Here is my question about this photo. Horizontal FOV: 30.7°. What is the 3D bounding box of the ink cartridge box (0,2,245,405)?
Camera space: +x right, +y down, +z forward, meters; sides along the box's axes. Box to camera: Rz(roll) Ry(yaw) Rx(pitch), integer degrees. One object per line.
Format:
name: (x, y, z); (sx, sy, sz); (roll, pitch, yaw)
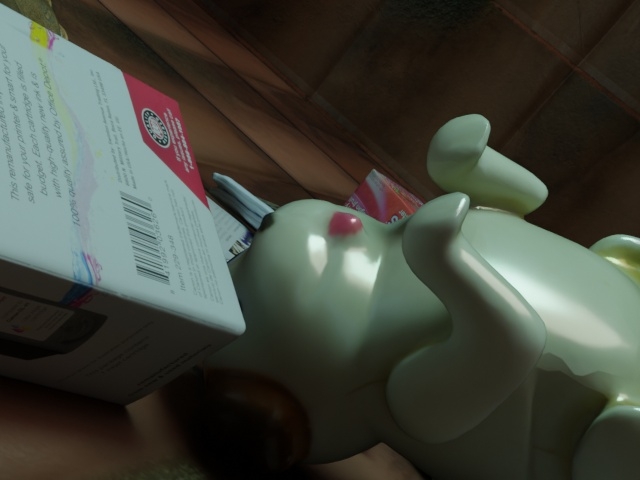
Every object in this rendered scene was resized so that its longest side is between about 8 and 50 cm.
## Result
ink cartridge box: (-0.213, -0.035, 0.779); (0.306, 0.131, 0.226); (25, 40, -49)

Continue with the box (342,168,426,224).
box: (0.136, 0.054, 1.651); (0.142, 0.154, 0.300); (29, 17, -41)

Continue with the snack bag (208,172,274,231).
snack bag: (0.044, 0.068, 1.372); (0.323, 0.037, 0.342); (41, -3, -39)

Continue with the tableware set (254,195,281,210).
tableware set: (0.000, 0.000, 1.575); (0.194, 0.039, 0.128); (23, -1, 42)

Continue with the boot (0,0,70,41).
boot: (-0.296, -0.221, 1.006); (0.305, 0.112, 0.115); (37, -26, 53)

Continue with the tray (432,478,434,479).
tray: (0.203, 0.310, 1.171); (0.145, 0.030, 0.270); (26, 18, -47)

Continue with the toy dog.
toy dog: (0.107, 0.087, 0.936); (0.408, 0.395, 0.284); (12, 46, 2)

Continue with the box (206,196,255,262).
box: (-0.058, 0.066, 1.227); (0.322, 0.058, 0.232); (38, 11, -2)
